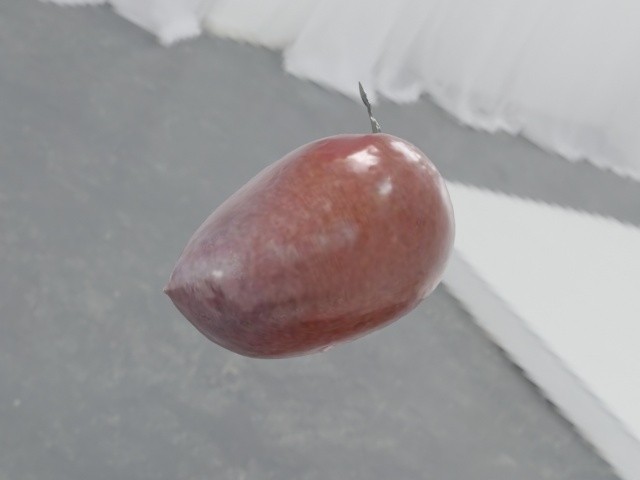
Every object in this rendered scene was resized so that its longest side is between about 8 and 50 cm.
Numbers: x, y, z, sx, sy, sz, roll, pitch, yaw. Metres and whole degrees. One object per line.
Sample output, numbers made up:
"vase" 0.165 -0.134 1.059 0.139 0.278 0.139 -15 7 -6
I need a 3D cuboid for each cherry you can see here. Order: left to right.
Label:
"cherry" 0.001 0.004 0.709 0.087 0.126 0.106 50 -1 -7
